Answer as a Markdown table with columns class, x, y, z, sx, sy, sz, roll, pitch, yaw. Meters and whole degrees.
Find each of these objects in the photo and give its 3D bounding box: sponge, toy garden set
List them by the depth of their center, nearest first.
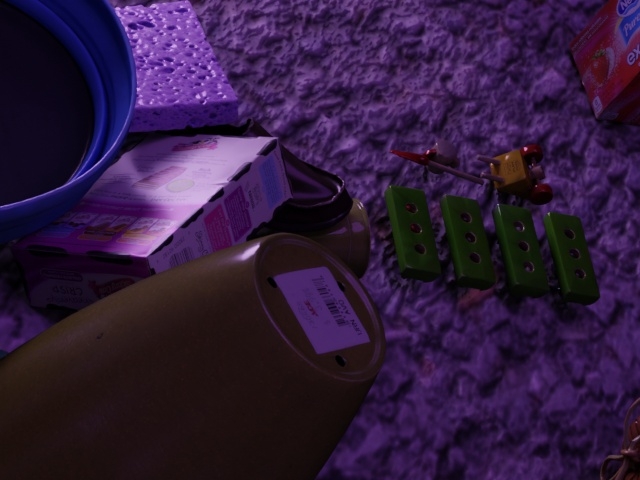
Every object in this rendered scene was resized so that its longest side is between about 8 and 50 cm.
| class | x | y | z | sx | sy | sz | roll | pitch | yaw |
| --- | --- | --- | --- | --- | --- | --- | --- | --- | --- |
| sponge | -0.165 | -0.178 | 1.864 | 0.117 | 0.031 | 0.210 | -6 | 36 | -16 |
| toy garden set | 0.172 | -0.025 | 2.013 | 0.244 | 0.049 | 0.203 | 9 | 52 | -26 |

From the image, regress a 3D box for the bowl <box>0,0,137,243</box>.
| class | x | y | z | sx | sy | sz | roll | pitch | yaw |
| --- | --- | --- | --- | --- | --- | --- | --- | --- | --- |
| bowl | -0.367 | -0.150 | 1.703 | 0.391 | 0.077 | 0.391 | 10 | 49 | -12 |

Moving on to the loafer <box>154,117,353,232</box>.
| class | x | y | z | sx | sy | sz | roll | pitch | yaw |
| --- | --- | --- | --- | --- | --- | --- | --- | --- | --- |
| loafer | -0.071 | -0.076 | 1.830 | 0.220 | 0.078 | 0.080 | 20 | 41 | 10 |

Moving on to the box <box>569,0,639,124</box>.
| class | x | y | z | sx | sy | sz | roll | pitch | yaw |
| --- | --- | --- | --- | --- | --- | --- | --- | --- | --- |
| box | 0.433 | -0.259 | 2.223 | 0.128 | 0.257 | 0.122 | 5 | 54 | -30 |

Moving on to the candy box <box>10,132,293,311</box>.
| class | x | y | z | sx | sy | sz | roll | pitch | yaw |
| --- | --- | --- | --- | --- | --- | --- | --- | --- | --- |
| candy box | -0.153 | -0.017 | 1.717 | 0.159 | 0.071 | 0.233 | 5 | 33 | 32 |

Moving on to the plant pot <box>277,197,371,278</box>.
| class | x | y | z | sx | sy | sz | roll | pitch | yaw |
| --- | --- | --- | --- | --- | --- | --- | --- | --- | --- |
| plant pot | 0.000 | 0.000 | 1.865 | 0.079 | 0.083 | 0.083 | -3 | 55 | -19 |

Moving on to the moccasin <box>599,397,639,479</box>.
| class | x | y | z | sx | sy | sz | roll | pitch | yaw |
| --- | --- | --- | --- | --- | --- | --- | --- | --- | --- |
| moccasin | 0.357 | 0.221 | 1.857 | 0.147 | 0.139 | 0.380 | 41 | 43 | 5 |

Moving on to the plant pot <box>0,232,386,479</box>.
| class | x | y | z | sx | sy | sz | roll | pitch | yaw |
| --- | --- | --- | --- | --- | --- | --- | --- | --- | --- |
| plant pot | -0.094 | 0.127 | 1.488 | 0.275 | 0.293 | 0.274 | 32 | 36 | -26 |

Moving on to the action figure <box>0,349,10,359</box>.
| class | x | y | z | sx | sy | sz | roll | pitch | yaw |
| --- | --- | --- | --- | --- | --- | --- | --- | --- | --- |
| action figure | -0.297 | 0.185 | 1.519 | 0.137 | 0.063 | 0.232 | 25 | 41 | -16 |
